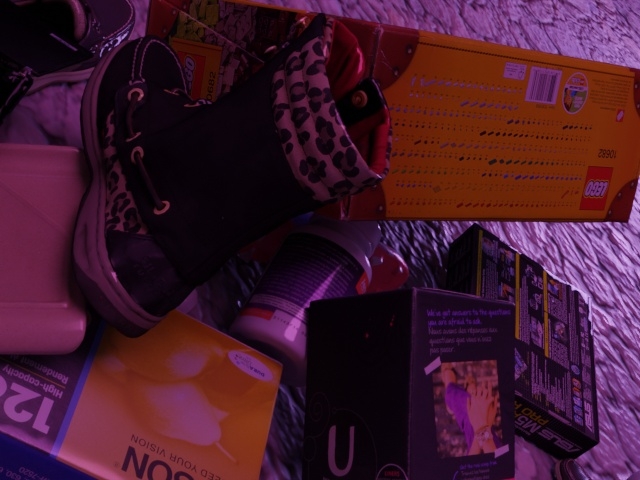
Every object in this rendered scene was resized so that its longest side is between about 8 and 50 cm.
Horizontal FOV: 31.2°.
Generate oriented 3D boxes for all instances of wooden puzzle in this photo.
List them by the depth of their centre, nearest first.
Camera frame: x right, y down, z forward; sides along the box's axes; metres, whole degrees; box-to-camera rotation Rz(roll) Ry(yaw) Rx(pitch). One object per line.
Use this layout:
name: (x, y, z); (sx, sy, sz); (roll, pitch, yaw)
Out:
wooden puzzle: (-0.319, 0.006, 1.036); (0.220, 0.044, 0.239); (2, 47, -10)

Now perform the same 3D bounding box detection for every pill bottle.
pill bottle: (-0.010, 0.051, 1.237); (0.108, 0.108, 0.193); (37, 60, -10)

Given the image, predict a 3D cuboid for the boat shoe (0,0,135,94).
boat shoe: (-0.297, -0.240, 1.305); (0.103, 0.092, 0.285); (50, 38, 4)

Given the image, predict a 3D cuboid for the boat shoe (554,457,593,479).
boat shoe: (0.347, 0.327, 1.405); (0.056, 0.049, 0.152); (-20, 69, -50)

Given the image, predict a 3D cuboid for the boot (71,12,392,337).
boot: (-0.086, -0.112, 1.069); (0.138, 0.284, 0.377); (47, 26, -34)

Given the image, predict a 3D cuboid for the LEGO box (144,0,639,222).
LEGO box: (0.094, -0.152, 1.353); (0.500, 0.193, 0.372); (0, 14, -43)

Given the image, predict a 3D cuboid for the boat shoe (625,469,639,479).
boat shoe: (0.485, 0.412, 1.403); (0.306, 0.113, 0.105); (51, 22, -6)

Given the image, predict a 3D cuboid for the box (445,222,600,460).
box: (0.262, 0.129, 1.506); (0.216, 0.060, 0.270); (30, 39, -17)

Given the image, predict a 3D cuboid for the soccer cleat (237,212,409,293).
soccer cleat: (0.000, 0.000, 1.372); (0.248, 0.083, 0.095); (15, 41, -29)

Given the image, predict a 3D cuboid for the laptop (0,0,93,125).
laptop: (-0.390, -0.168, 1.106); (0.234, 0.136, 0.264); (32, 72, -1)

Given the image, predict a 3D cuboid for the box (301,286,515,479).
box: (0.084, 0.190, 1.114); (0.143, 0.165, 0.270); (11, 76, -37)

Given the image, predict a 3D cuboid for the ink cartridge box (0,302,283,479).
ink cartridge box: (-0.196, 0.171, 1.036); (0.303, 0.072, 0.307); (30, 38, -18)

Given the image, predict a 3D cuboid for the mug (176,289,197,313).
mug: (-0.157, 0.048, 1.196); (0.064, 0.062, 0.078); (51, 43, -5)
